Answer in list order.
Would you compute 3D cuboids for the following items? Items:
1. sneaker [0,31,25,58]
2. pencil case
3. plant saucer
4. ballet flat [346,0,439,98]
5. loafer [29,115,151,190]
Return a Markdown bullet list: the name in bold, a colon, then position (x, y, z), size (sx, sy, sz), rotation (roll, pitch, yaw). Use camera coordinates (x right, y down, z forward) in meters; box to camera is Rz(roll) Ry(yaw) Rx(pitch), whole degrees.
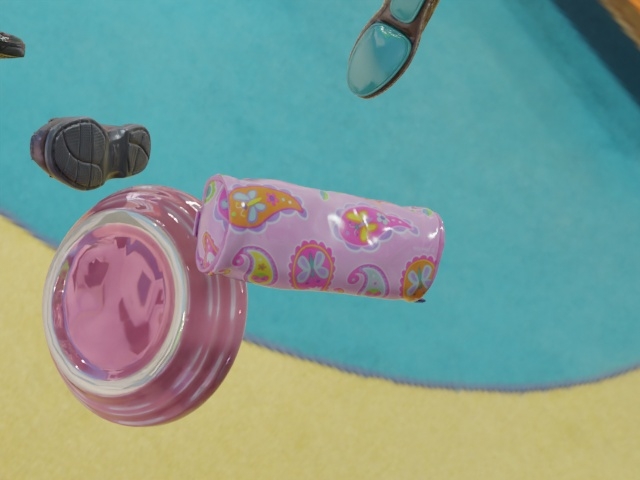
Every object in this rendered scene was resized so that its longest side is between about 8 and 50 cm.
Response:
- **sneaker**: position (-0.351, -0.226, 1.152), size (0.170, 0.051, 0.089), rotation (5, 89, -45)
- **pencil case**: position (0.000, 0.000, 1.401), size (0.284, 0.124, 0.124), rotation (7, 48, -24)
- **plant saucer**: position (-0.256, 0.086, 1.653), size (0.084, 0.332, 0.332), rotation (11, 41, -59)
- **ballet flat**: position (0.097, -0.251, 1.402), size (0.073, 0.206, 0.067), rotation (40, 36, 10)
- **loafer**: position (-0.358, -0.134, 1.831), size (0.095, 0.109, 0.302), rotation (8, 7, 18)
